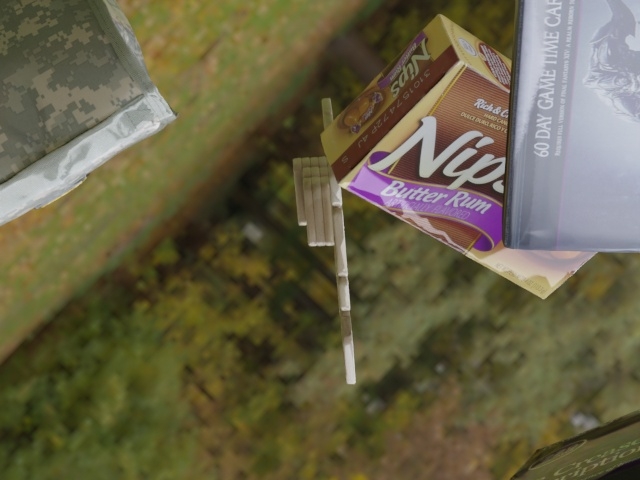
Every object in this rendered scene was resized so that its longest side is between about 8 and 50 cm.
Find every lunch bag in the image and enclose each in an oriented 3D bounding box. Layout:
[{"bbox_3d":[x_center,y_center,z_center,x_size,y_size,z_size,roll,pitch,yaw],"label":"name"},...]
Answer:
[{"bbox_3d":[-0.264,-0.122,1.578,0.235,0.169,0.287,-30,-138,0],"label":"lunch bag"}]

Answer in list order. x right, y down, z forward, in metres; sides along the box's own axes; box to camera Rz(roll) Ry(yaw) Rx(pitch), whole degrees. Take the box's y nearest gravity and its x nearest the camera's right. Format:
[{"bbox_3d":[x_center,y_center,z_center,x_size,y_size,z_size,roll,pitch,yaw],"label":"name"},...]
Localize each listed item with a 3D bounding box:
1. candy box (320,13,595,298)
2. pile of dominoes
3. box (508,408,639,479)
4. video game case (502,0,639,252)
[{"bbox_3d":[0.105,-0.047,1.106,0.109,0.186,0.053,-44,-140,23],"label":"candy box"},{"bbox_3d":[0.000,0.000,1.531,0.040,0.196,0.251,-4,-161,0],"label":"pile of dominoes"},{"bbox_3d":[0.230,0.135,1.003,0.261,0.103,0.184,-25,177,22],"label":"box"},{"bbox_3d":[0.203,-0.064,0.617,0.196,0.274,0.026,87,5,-49],"label":"video game case"}]
